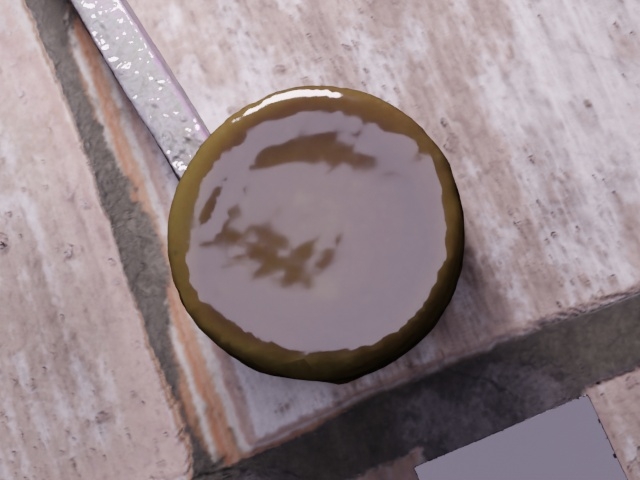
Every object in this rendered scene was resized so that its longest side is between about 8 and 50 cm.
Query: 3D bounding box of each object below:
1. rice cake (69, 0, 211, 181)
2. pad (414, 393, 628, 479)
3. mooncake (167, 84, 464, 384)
[{"bbox_3d":[-0.212,-0.215,1.372,0.056,0.072,0.365,-32,79,-2],"label":"rice cake"},{"bbox_3d":[0.204,0.246,1.288,0.190,0.004,0.127,-23,79,3],"label":"pad"},{"bbox_3d":[0.000,0.000,1.272,0.284,0.155,0.284,-1,83,8],"label":"mooncake"}]
